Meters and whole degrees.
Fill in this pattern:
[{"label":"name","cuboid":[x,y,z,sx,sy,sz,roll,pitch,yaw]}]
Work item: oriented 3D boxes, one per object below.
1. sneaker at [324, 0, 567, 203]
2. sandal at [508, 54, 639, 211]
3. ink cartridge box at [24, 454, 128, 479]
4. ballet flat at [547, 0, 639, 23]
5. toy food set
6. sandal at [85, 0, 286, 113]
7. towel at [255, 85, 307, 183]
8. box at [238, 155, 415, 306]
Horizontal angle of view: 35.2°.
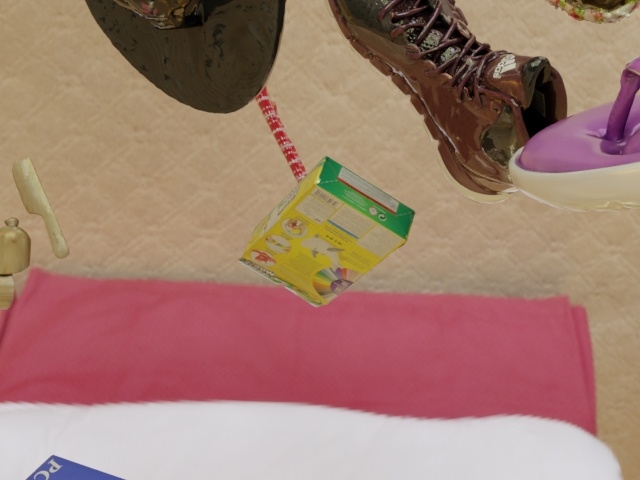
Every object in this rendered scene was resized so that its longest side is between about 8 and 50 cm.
[{"label":"sneaker","cuboid":[0.120,-0.160,0.836,0.106,0.162,0.281,-41,101,-16]},{"label":"sandal","cuboid":[0.260,-0.092,0.530,0.169,0.416,0.102,-25,102,-29]},{"label":"ink cartridge box","cuboid":[-0.251,0.268,0.833,0.097,0.207,0.046,9,123,28]},{"label":"ballet flat","cuboid":[0.119,-0.219,0.638,0.241,0.077,0.091,30,119,-12]},{"label":"toy food set","cuboid":[-0.189,0.009,0.498,0.122,0.078,0.019,-24,169,-6]},{"label":"sandal","cuboid":[-0.139,-0.280,0.684,0.168,0.107,0.445,2,124,22]},{"label":"towel","cuboid":[-0.044,-0.140,1.760,0.031,0.199,0.274,-27,83,2]},{"label":"box","cuboid":[0.000,0.000,0.978,0.105,0.043,0.179,32,140,-14]}]
